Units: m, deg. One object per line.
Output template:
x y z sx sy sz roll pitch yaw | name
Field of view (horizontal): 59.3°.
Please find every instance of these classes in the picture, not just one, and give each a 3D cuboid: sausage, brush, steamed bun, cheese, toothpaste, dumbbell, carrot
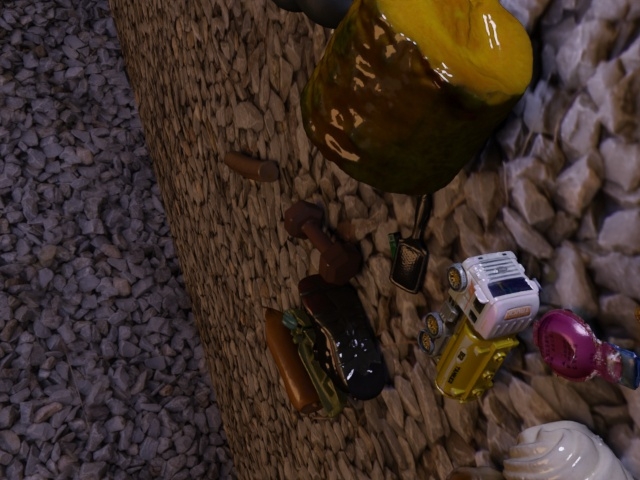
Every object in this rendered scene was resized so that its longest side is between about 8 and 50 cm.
-0.074 0.291 1.472 0.328 0.112 0.112 61 151 31 | sausage
-0.200 -0.206 1.558 0.301 0.065 0.066 28 126 60 | sausage
0.157 0.004 0.950 0.063 0.016 0.193 28 123 30 | brush
0.303 0.319 0.708 0.183 0.106 0.183 37 134 52 | steamed bun
0.313 0.132 0.675 0.145 0.038 0.095 22 122 60 | cheese
0.140 0.027 1.010 0.020 0.017 0.083 -11 92 62 | toothpaste
0.000 0.000 1.212 0.082 0.092 0.231 -58 44 18 | dumbbell
0.106 -0.186 0.721 0.242 0.241 0.341 67 151 21 | carrot

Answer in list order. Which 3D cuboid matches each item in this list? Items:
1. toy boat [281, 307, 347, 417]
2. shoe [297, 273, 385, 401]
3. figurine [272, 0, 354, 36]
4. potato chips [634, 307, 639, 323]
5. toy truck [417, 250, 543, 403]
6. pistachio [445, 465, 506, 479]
0.002 0.279 1.350 0.276 0.084 0.111 59 147 28 | toy boat
0.039 0.208 1.211 0.291 0.114 0.137 65 158 16 | shoe
0.030 -0.332 0.819 0.193 0.140 0.265 13 146 27 | figurine
0.376 0.165 0.575 0.037 0.026 0.204 -41 65 66 | potato chips
0.221 0.126 0.789 0.227 0.098 0.114 102 151 -42 | toy truck
0.252 0.437 0.847 0.165 0.130 0.210 8 124 55 | pistachio
